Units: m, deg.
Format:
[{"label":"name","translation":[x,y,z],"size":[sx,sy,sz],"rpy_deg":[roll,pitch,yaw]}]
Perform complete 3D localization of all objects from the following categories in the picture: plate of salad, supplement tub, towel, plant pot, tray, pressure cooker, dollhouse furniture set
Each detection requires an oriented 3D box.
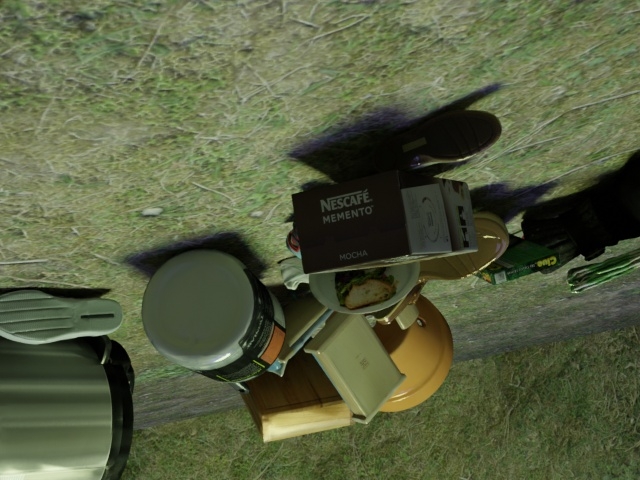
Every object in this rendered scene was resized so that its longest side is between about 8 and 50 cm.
[{"label":"plate of salad","translation":[0.075,0.049,1.639],"size":[0.200,0.200,0.048],"rpy_deg":[-14,131,2]},{"label":"supplement tub","translation":[-0.179,0.148,1.692],"size":[0.207,0.207,0.338],"rpy_deg":[-14,163,4]},{"label":"towel","translation":[0.614,0.014,1.731],"size":[0.325,0.038,0.248],"rpy_deg":[-25,175,14]},{"label":"plant pot","translation":[0.133,0.216,2.085],"size":[0.291,0.291,0.203],"rpy_deg":[-17,149,14]},{"label":"tray","translation":[-0.085,0.302,2.108],"size":[0.203,0.076,0.411],"rpy_deg":[-8,-159,-16]},{"label":"pressure cooker","translation":[-0.559,0.351,1.763],"size":[0.370,0.375,0.420],"rpy_deg":[-21,160,39]},{"label":"dollhouse furniture set","translation":[0.025,0.214,1.968],"size":[0.286,0.198,0.303],"rpy_deg":[-44,-155,-28]}]

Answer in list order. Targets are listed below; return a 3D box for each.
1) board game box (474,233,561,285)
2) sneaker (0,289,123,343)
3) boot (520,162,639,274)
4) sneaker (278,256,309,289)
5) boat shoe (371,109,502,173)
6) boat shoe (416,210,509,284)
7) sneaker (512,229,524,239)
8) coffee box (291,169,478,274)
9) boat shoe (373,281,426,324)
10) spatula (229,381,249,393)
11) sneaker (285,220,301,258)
[{"label":"board game box","translation":[0.333,0.028,1.766],"size":[0.136,0.030,0.260],"rpy_deg":[-14,-167,-11]},{"label":"sneaker","translation":[-0.479,0.142,1.643],"size":[0.258,0.094,0.091],"rpy_deg":[10,161,-44]},{"label":"boot","translation":[0.513,-0.037,1.743],"size":[0.260,0.131,0.348],"rpy_deg":[-15,164,8]},{"label":"sneaker","translation":[-0.002,0.053,1.772],"size":[0.152,0.061,0.054],"rpy_deg":[-17,162,10]},{"label":"boat shoe","translation":[0.165,-0.137,1.276],"size":[0.190,0.068,0.072],"rpy_deg":[-10,180,31]},{"label":"boat shoe","translation":[0.208,0.009,1.733],"size":[0.341,0.121,0.110],"rpy_deg":[-21,-159,41]},{"label":"sneaker","translation":[0.429,0.017,1.972],"size":[0.042,0.067,0.118],"rpy_deg":[1,159,-40]},{"label":"coffee box","translation":[0.104,-0.024,1.375],"size":[0.168,0.118,0.297],"rpy_deg":[-11,176,26]},{"label":"boat shoe","translation":[0.170,0.104,1.848],"size":[0.064,0.060,0.178],"rpy_deg":[-2,-139,47]},{"label":"spatula","translation":[-0.244,0.222,1.920],"size":[0.084,0.030,0.296],"rpy_deg":[-23,117,33]},{"label":"sneaker","translation":[0.000,0.000,1.520],"size":[0.125,0.104,0.262],"rpy_deg":[-14,164,11]}]
